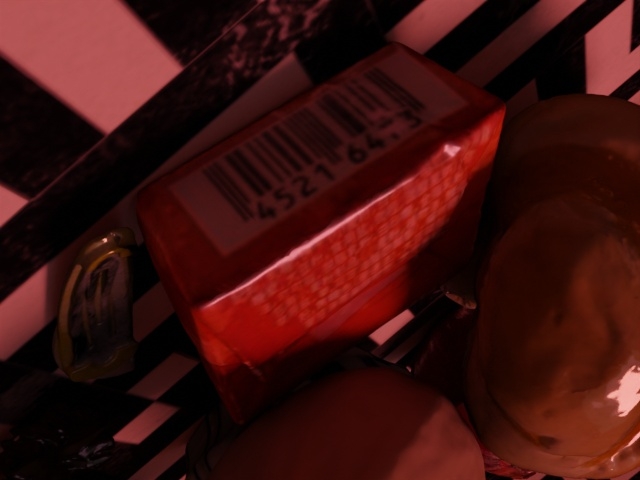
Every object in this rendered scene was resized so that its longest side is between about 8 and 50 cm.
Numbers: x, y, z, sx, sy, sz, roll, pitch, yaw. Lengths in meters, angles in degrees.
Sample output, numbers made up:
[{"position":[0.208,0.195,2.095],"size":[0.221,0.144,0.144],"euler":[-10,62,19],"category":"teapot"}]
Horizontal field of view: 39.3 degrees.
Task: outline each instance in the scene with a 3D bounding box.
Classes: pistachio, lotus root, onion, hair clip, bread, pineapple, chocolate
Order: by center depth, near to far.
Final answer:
[{"position":[-0.147,0.045,0.590],"size":[0.060,0.033,0.188],"euler":[-23,154,-29],"category":"hair clip"},{"position":[0.000,0.000,0.637],"size":[0.237,0.108,0.234],"euler":[-35,156,-14],"category":"chocolate"},{"position":[-0.229,0.177,0.666],"size":[0.159,0.074,0.074],"euler":[-31,155,-30],"category":"pineapple"},{"position":[0.024,0.211,0.679],"size":[0.332,0.208,0.226],"euler":[-41,154,-60],"category":"pistachio"},{"position":[0.227,0.037,0.730],"size":[0.341,0.210,0.300],"euler":[19,77,-79],"category":"bread"},{"position":[0.212,0.003,0.975],"size":[0.192,0.088,0.113],"euler":[-37,172,-9],"category":"lotus root"},{"position":[0.231,0.156,1.139],"size":[0.206,0.216,0.207],"euler":[20,115,-38],"category":"onion"}]

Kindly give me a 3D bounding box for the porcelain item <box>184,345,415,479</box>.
[{"position":[0.024,0.261,0.911],"size":[0.286,0.281,0.157],"euler":[-10,147,-46],"category":"porcelain item"}]
